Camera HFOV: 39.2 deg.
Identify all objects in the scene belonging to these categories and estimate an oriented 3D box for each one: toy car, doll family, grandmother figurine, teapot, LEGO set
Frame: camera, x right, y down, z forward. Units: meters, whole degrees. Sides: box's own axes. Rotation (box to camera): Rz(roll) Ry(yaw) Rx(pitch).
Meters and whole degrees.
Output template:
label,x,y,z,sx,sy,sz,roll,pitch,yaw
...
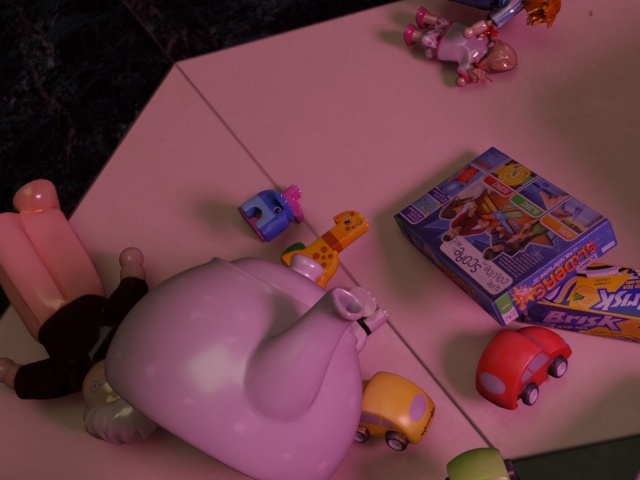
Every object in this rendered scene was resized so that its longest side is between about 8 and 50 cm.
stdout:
label,x,y,z,sx,sy,sz,roll,pitch,yaw
toy car,0.132,0.173,0.804,0.239,0.053,0.225,-19,35,5
doll family,0.214,-0.308,1.044,0.163,0.118,0.263,25,72,25
grandmother figurine,-0.274,0.090,0.982,0.208,0.104,0.342,-46,58,4
teapot,-0.058,0.096,0.823,0.256,0.252,0.187,25,82,29
LEGO set,0.000,0.000,0.960,0.093,0.087,0.227,-37,61,-6

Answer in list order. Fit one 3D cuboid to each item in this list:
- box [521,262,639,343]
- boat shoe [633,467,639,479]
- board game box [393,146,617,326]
label,x,y,z,sx,sy,sz,roll,pitch,yaw
box,0.281,0.059,0.865,0.168,0.059,0.054,9,63,20
boat shoe,0.271,0.208,0.666,0.118,0.103,0.320,-9,13,40
board game box,0.177,-0.012,0.899,0.136,0.035,0.201,-34,34,-4
